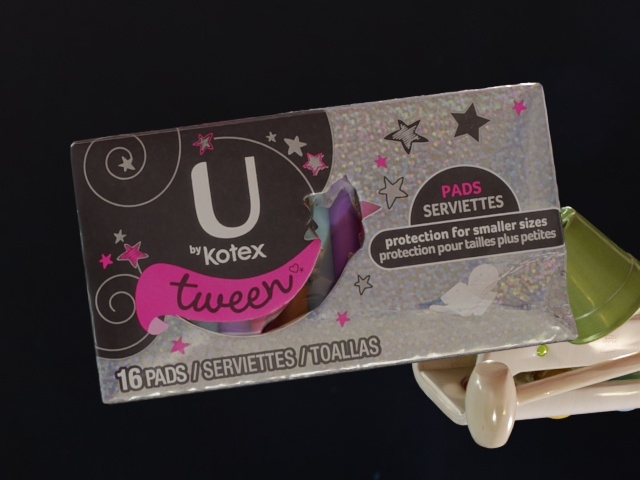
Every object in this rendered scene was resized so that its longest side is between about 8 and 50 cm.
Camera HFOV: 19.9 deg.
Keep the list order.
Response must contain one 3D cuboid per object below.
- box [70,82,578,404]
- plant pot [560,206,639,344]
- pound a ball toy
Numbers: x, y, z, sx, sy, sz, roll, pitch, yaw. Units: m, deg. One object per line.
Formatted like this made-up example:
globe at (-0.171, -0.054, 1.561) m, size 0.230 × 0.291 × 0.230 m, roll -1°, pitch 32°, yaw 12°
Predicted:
box at (0.000, 0.000, 0.994) m, size 0.247 × 0.163 × 0.142 m, roll -8°, pitch -91°, yaw -1°
plant pot at (0.189, 0.019, 1.336) m, size 0.079 × 0.083 × 0.083 m, roll 48°, pitch -142°, yaw -18°
pound a ball toy at (0.233, 0.129, 1.732) m, size 0.319 × 0.136 × 0.208 m, roll -4°, pitch -154°, yaw -26°
